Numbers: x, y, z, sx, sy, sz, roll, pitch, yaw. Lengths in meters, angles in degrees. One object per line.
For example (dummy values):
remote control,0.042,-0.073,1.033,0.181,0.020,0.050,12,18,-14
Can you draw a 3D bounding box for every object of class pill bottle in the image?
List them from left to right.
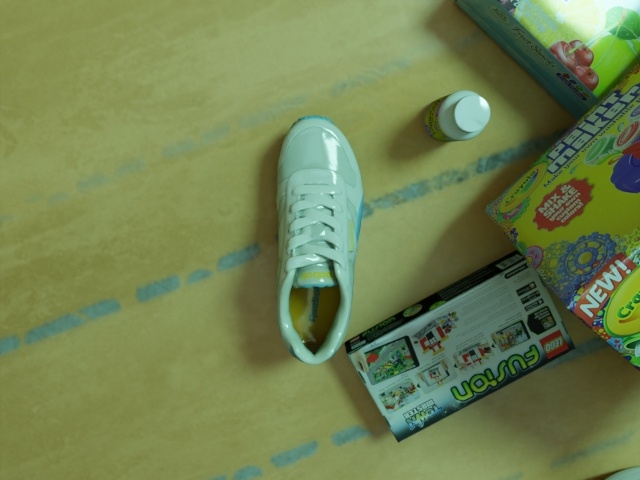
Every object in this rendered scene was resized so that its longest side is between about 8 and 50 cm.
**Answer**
pill bottle,0.124,-0.112,0.456,0.043,0.083,0.043,0,99,-3

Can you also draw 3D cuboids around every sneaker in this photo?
sneaker,0.000,0.000,0.466,0.087,0.092,0.229,-1,99,-1

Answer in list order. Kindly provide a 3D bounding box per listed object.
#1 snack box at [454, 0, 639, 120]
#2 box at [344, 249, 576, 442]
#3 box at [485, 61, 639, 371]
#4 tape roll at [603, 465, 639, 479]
snack box,0.257,-0.245,0.447,0.174,0.070,0.207,38,95,-9
box,0.142,0.109,0.519,0.207,0.036,0.114,-28,100,2
box,0.350,-0.015,0.390,0.279,0.177,0.290,36,110,-16
tape roll,0.386,0.355,0.469,0.246,0.246,0.169,-3,99,-2
